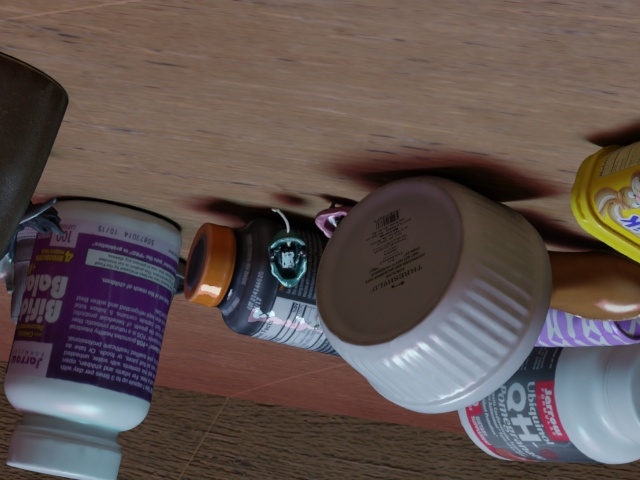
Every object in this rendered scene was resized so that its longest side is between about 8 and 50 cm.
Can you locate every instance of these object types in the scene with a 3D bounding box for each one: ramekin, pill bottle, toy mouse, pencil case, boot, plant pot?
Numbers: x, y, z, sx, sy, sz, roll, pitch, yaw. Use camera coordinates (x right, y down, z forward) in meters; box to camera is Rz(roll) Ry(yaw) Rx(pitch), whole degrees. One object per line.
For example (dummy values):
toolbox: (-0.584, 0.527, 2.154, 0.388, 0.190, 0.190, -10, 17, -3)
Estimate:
ramekin: (0.091, 0.040, 1.326, 0.207, 0.207, 0.109, -2, 154, 43)
pill bottle: (-0.265, 0.118, 1.695, 0.169, 0.302, 0.169, 9, 167, 2)
toy mouse: (0.000, 0.000, 1.494, 0.161, 0.031, 0.143, -40, 121, 23)
pencil case: (0.263, 0.069, 1.581, 0.206, 0.086, 0.088, -10, 123, 52)
pill bottle: (0.323, 0.186, 1.832, 0.176, 0.176, 0.318, 17, 166, -27)
pill bottle: (-0.021, 0.050, 1.604, 0.245, 0.130, 0.130, 15, 167, -19)
boot: (0.220, 0.045, 1.432, 0.197, 0.073, 0.152, 9, -173, 22)
plant pot: (-0.343, -0.033, 1.256, 0.215, 0.230, 0.215, 10, 168, 2)

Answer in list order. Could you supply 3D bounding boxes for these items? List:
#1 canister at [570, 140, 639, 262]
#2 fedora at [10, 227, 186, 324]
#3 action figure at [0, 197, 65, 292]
canister: (0.284, -0.034, 1.099, 0.126, 0.073, 0.170, 28, 160, -17)
fedora: (-0.304, 0.071, 1.925, 0.275, 0.124, 0.243, 14, 166, -19)
action figure: (-0.367, -0.006, 1.487, 0.164, 0.141, 0.275, 21, 168, -38)
